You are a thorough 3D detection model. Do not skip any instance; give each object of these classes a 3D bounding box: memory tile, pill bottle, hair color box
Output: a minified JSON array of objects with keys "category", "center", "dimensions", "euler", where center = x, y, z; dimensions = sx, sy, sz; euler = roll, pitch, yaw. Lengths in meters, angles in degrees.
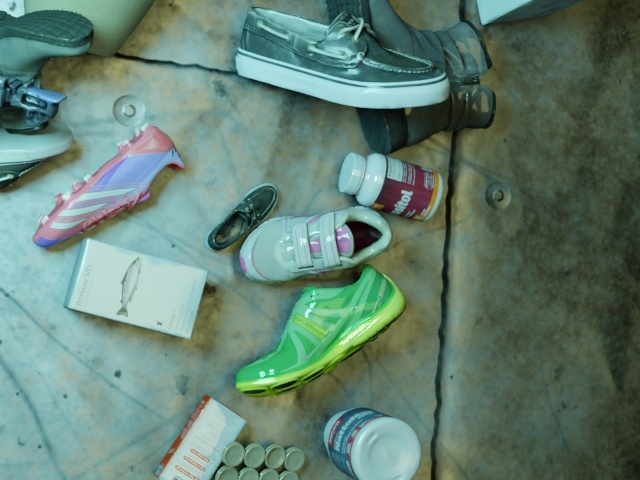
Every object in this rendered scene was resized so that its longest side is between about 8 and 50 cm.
[{"category":"memory tile","center":[-0.095,0.362,1.585],"dimensions":[0.148,0.012,0.113],"euler":[13,91,-34]},{"category":"pill bottle","center":[0.109,-0.087,1.647],"dimensions":[0.152,0.086,0.086],"euler":[15,84,-17]},{"category":"pill bottle","center":[0.070,0.308,1.575],"dimensions":[0.107,0.180,0.108],"euler":[1,88,-18]},{"category":"hair color box","center":[-0.180,0.310,1.564],"dimensions":[0.072,0.043,0.141],"euler":[37,77,-15]}]

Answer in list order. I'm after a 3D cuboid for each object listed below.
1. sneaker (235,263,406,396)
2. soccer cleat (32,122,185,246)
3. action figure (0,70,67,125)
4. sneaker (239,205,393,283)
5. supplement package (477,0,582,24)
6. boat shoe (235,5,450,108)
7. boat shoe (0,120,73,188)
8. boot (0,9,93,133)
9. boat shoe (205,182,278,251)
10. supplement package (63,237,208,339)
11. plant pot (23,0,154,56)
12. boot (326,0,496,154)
[{"category":"sneaker","center":[-0.011,0.141,1.607],"dimensions":[0.295,0.109,0.124],"euler":[-32,76,-15]},{"category":"soccer cleat","center":[-0.306,-0.066,1.514],"dimensions":[0.248,0.083,0.095],"euler":[-46,107,-17]},{"category":"action figure","center":[-0.511,-0.154,1.317],"dimensions":[0.341,0.178,0.330],"euler":[9,103,7]},{"category":"sneaker","center":[0.000,0.000,1.595],"dimensions":[0.252,0.111,0.103],"euler":[-17,94,-18]},{"category":"supplement package","center":[0.354,-0.475,1.643],"dimensions":[0.145,0.262,0.204],"euler":[-12,92,-19]},{"category":"boat shoe","center":[0.027,-0.272,1.523],"dimensions":[0.335,0.121,0.119],"euler":[12,115,17]},{"category":"boat shoe","center":[-0.455,-0.113,1.470],"dimensions":[0.219,0.078,0.070],"euler":[-13,134,-13]},{"category":"boot","center":[-0.388,-0.223,1.409],"dimensions":[0.083,0.246,0.161],"euler":[-43,134,-47]},{"category":"boat shoe","center":[-0.115,-0.034,1.594],"dimensions":[0.142,0.040,0.049],"euler":[-44,102,-14]},{"category":"supplement package","center":[-0.267,0.069,1.507],"dimensions":[0.179,0.105,0.105],"euler":[16,85,-17]},{"category":"plant pot","center":[-0.308,-0.405,1.448],"dimensions":[0.256,0.256,0.274],"euler":[18,101,-17]},{"category":"boot","center":[0.147,-0.319,1.663],"dimensions":[0.222,0.118,0.338],"euler":[-20,106,-21]}]
